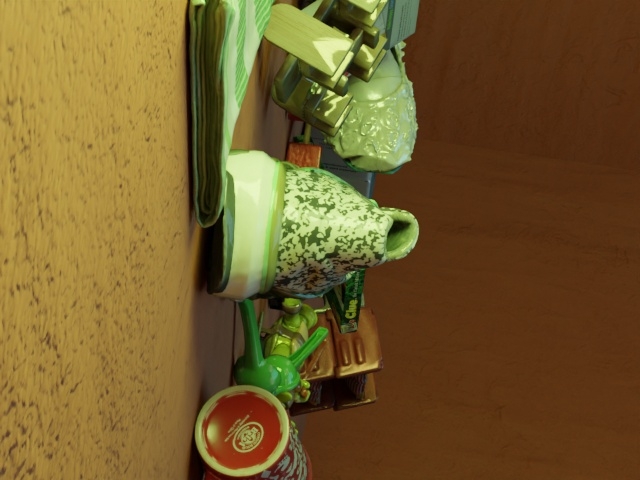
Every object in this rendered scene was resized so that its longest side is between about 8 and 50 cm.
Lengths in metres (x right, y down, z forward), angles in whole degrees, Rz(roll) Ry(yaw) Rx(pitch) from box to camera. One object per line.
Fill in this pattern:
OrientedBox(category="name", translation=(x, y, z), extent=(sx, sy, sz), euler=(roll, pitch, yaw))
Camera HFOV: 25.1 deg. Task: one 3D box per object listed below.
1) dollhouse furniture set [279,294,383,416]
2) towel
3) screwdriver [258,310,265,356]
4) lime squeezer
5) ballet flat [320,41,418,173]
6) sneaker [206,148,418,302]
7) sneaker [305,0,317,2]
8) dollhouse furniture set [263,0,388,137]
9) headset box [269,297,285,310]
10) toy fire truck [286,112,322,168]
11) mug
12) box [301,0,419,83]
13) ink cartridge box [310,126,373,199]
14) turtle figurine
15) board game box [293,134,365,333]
OrientedBox(category="dollhouse furniture set", translation=(-0.001, 0.085, 2.387), extent=(0.201, 0.152, 0.374), euler=(91, -9, -66))
OrientedBox(category="towel", translation=(-0.054, -0.210, 1.135), extent=(0.248, 0.038, 0.325), euler=(96, 4, -52))
OrientedBox(category="screwdriver", translation=(-0.078, 0.124, 1.830), extent=(0.170, 0.024, 0.025), euler=(-78, 146, -76))
OrientedBox(category="lime squeezer", translation=(-0.059, 0.133, 1.690), extent=(0.310, 0.058, 0.110), euler=(34, 56, -69))
OrientedBox(category="ballet flat", translation=(0.051, -0.263, 2.023), extent=(0.409, 0.147, 0.147), euler=(-97, -170, -48))
OrientedBox(category="sneaker", translation=(0.000, 0.000, 1.372), extent=(0.410, 0.182, 0.158), euler=(-51, 150, -85))
OrientedBox(category="sneaker", translation=(0.046, -0.353, 1.840), extent=(0.321, 0.127, 0.126), euler=(-45, 145, -83))
OrientedBox(category="dollhouse furniture set", translation=(0.001, -0.268, 1.518), extent=(0.242, 0.161, 0.212), euler=(-58, 173, -10))
OrientedBox(category="headset box", translation=(-0.050, 0.050, 2.018), extent=(0.062, 0.032, 0.083), euler=(93, 5, -68))
OrientedBox(category="toy fire truck", translation=(-0.013, -0.191, 1.897), extent=(0.135, 0.047, 0.192), euler=(84, 14, -81))
OrientedBox(category="mug", translation=(-0.071, 0.229, 1.420), extent=(0.169, 0.113, 0.150), euler=(84, 13, -66))
OrientedBox(category="box", translation=(0.043, -0.266, 1.772), extent=(0.186, 0.038, 0.145), euler=(-34, 157, -20))
OrientedBox(category="ink cartridge box", translation=(0.031, -0.125, 2.261), extent=(0.201, 0.117, 0.278), euler=(96, 4, -46))
OrientedBox(category="turtle figurine", translation=(-0.043, 0.139, 1.887), extent=(0.217, 0.087, 0.270), euler=(-71, 172, -49))
OrientedBox(category="board game box", translation=(0.007, -0.011, 1.987), extent=(0.136, 0.030, 0.260), euler=(92, -18, -47))
